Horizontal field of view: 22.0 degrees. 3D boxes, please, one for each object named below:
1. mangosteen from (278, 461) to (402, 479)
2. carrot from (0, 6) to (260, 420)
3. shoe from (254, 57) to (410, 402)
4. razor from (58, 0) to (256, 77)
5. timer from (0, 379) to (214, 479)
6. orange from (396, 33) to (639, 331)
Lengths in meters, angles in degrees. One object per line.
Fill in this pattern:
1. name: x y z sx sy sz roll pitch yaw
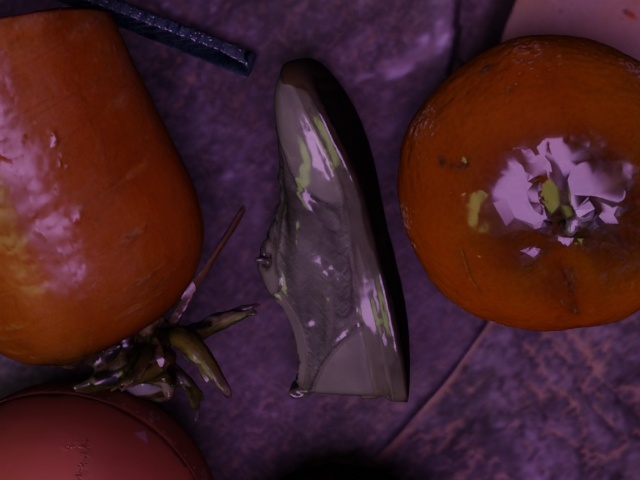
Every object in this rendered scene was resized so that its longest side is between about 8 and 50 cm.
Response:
1. mangosteen: 0.019 0.266 1.245 0.209 0.210 0.210 0 107 1
2. carrot: -0.184 -0.024 1.161 0.193 0.214 0.331 -15 109 23
3. shoe: 0.000 0.000 1.212 0.098 0.103 0.275 -11 108 6
4. razor: -0.136 -0.166 1.202 0.190 0.033 0.066 23 65 -9
5. timer: -0.188 0.218 1.225 0.229 0.215 0.230 0 102 2
6. orange: 0.165 -0.035 1.162 0.224 0.170 0.224 0 106 1
